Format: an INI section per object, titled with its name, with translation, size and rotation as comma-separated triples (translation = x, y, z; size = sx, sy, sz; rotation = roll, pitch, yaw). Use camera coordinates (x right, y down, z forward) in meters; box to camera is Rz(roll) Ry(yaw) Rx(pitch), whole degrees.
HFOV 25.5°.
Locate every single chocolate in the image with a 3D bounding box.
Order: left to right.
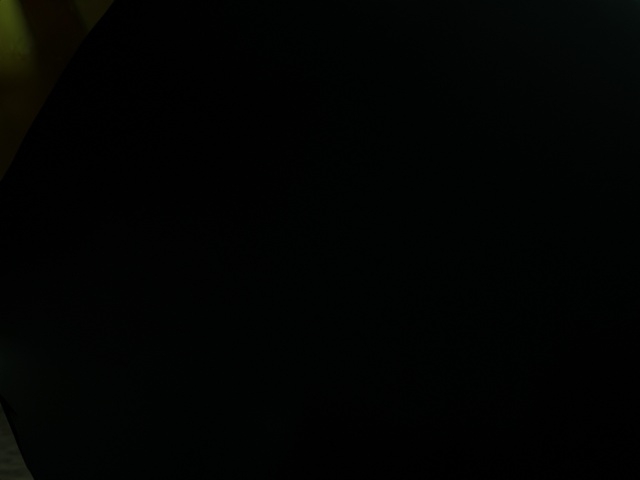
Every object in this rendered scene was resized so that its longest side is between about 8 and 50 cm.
[chocolate]
translation = 0.000, 0.000, 0.564
size = 0.284, 0.283, 0.186
rotation = -11, 17, -15

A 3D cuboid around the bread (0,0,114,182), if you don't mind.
[bread]
translation = -0.162, -0.141, 0.803
size = 0.245, 0.328, 0.424
rotation = -10, -8, -12
